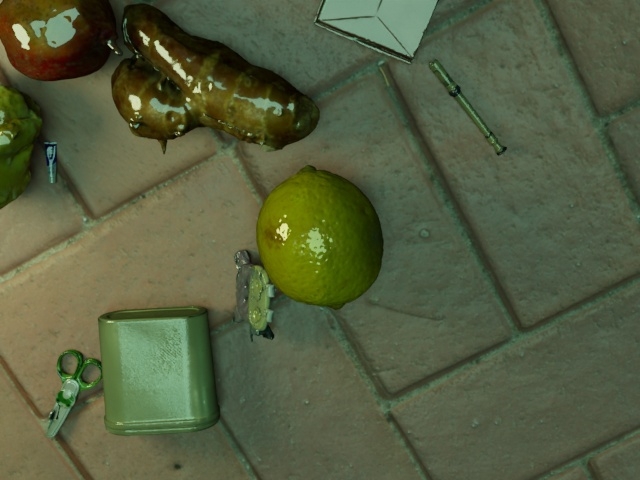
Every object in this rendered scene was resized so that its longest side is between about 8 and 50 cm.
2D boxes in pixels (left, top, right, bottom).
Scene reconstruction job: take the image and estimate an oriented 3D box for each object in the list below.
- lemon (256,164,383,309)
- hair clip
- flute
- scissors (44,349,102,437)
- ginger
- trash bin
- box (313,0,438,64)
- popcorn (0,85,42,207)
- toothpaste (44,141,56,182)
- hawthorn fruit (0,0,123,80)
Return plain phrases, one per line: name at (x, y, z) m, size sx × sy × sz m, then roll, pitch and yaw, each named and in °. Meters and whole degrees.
lemon at (-0.001, -0.001, 1.569) m, size 0.268 × 0.267 × 0.267 m, roll 0°, pitch 102°, yaw 0°
hair clip at (-0.133, 0.125, 1.658) m, size 0.056 × 0.146 × 0.187 m, roll -17°, pitch 111°, yaw -30°
flute at (0.295, -0.267, 1.620) m, size 0.027 × 0.027 × 0.233 m, roll -38°, pitch 99°, yaw 8°
scissors at (-0.547, 0.338, 1.753) m, size 0.101 × 0.027 × 0.204 m, roll 25°, pitch 99°, yaw -2°
ginger at (-0.216, -0.263, 1.549) m, size 0.419 × 0.176 × 0.254 m, roll 23°, pitch 108°, yaw -2°
trash bin at (-0.341, 0.269, 1.695) m, size 0.244 × 0.121 × 0.247 m, roll -4°, pitch 99°, yaw 1°
box at (0.120, -0.475, 1.543) m, size 0.215 × 0.086 × 0.215 m, roll 22°, pitch 101°, yaw -4°
popcorn at (-0.668, -0.193, 1.538) m, size 0.226 × 0.276 × 0.276 m, roll 32°, pitch 103°, yaw 29°
toothpaste at (-0.550, -0.159, 1.651) m, size 0.024 × 0.015 × 0.083 m, roll 0°, pitch 98°, yaw -8°
hawthorn fruit at (-0.466, -0.389, 1.497) m, size 0.248 × 0.208 × 0.207 m, roll 16°, pitch 103°, yaw 17°
